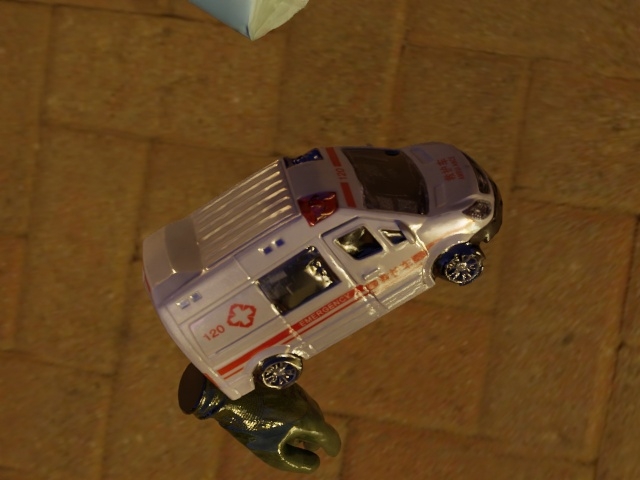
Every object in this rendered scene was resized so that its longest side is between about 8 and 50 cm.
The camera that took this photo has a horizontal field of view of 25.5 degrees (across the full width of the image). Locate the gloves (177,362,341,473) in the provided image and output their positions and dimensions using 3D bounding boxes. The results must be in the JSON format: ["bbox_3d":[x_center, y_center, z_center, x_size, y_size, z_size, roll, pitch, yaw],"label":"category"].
[{"bbox_3d":[-0.067,0.226,1.839,0.107,0.268,0.135,-27,50,30],"label":"gloves"}]

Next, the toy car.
[{"bbox_3d":[0.000,0.000,0.834,0.209,0.089,0.108,-30,128,10],"label":"toy car"}]

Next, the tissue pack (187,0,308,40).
[{"bbox_3d":[-0.108,-0.257,0.822,0.263,0.089,0.177,34,135,19],"label":"tissue pack"}]
